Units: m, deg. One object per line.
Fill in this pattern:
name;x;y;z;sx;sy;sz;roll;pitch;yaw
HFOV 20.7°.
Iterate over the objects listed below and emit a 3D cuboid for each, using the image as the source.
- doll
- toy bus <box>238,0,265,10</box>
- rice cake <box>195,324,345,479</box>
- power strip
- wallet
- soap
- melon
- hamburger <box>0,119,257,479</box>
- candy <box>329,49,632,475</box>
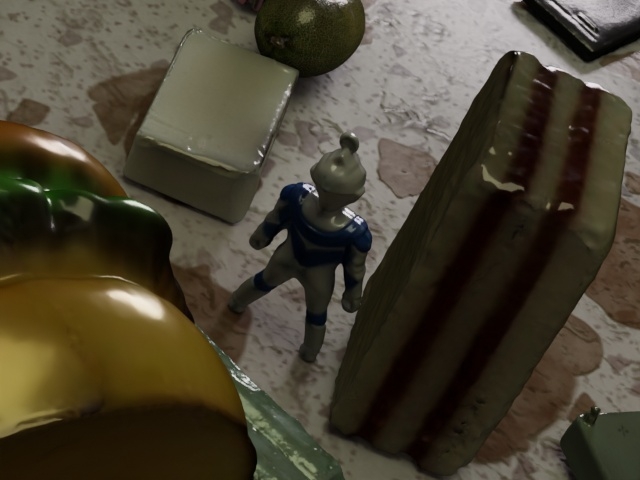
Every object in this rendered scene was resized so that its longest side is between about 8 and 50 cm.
doll;0.000;0.000;1.463;0.114;0.227;0.057;37;44;14
toy bus;-0.072;-0.326;1.864;0.090;0.063;0.203;-6;49;-24
rice cake;-0.088;0.149;1.418;0.124;0.038;0.211;-27;64;-39
power strip;0.309;0.237;1.496;0.145;0.061;0.215;1;49;-30
wallet;0.343;-0.284;2.034;0.244;0.025;0.124;-26;63;-39
soap;-0.099;-0.112;1.645;0.121;0.063;0.183;22;43;-2
melon;-0.007;-0.216;1.756;0.099;0.099;0.162;34;29;9
hamburger;-0.259;0.102;1.137;0.396;0.395;0.277;-13;56;-33
candy;0.132;0.023;1.439;0.135;0.320;0.179;24;39;-6
